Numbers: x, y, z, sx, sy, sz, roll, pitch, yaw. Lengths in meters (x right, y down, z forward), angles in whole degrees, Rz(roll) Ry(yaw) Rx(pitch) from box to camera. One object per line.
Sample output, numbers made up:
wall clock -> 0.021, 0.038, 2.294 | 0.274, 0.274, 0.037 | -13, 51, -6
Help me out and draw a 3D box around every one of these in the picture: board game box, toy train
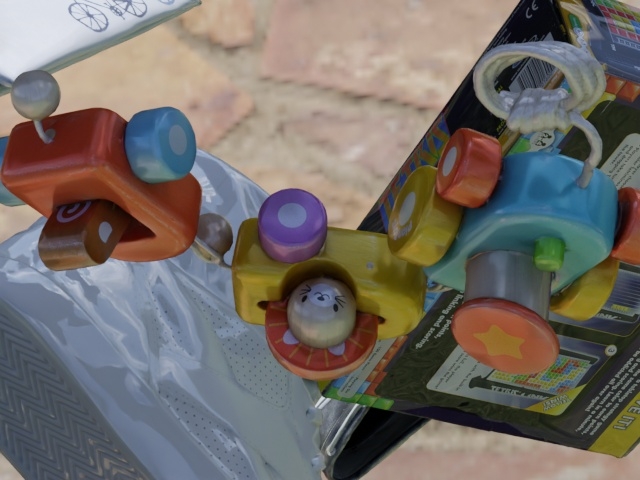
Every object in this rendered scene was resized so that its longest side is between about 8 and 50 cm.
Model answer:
board game box -> 0.095, -0.001, 0.671 | 0.141, 0.170, 0.048 | 14, 41, -28
toy train -> 0.000, 0.000, 0.476 | 0.166, 0.125, 0.046 | -5, 60, 28

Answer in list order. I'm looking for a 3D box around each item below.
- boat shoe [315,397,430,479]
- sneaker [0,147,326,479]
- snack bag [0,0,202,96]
boat shoe -> 0.078, 0.084, 1.309 | 0.219, 0.078, 0.070 | -46, 36, 13
sneaker -> -0.013, 0.093, 0.780 | 0.108, 0.292, 0.169 | -28, 10, 44
snack bag -> -0.265, -0.254, 1.345 | 0.342, 0.037, 0.323 | 43, 30, 5
